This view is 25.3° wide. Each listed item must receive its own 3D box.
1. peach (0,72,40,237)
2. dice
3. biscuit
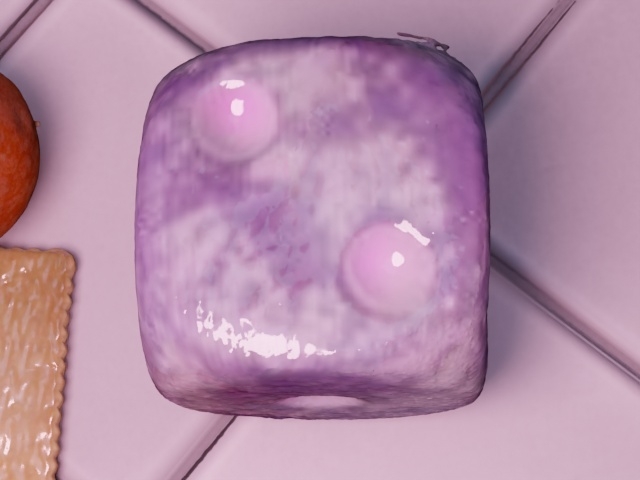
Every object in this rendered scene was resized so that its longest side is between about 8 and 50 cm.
[{"bbox_3d":[-0.361,-0.058,1.245,0.233,0.232,0.232,-1,75,3],"label":"peach"},{"bbox_3d":[0.000,0.000,1.168,0.270,0.270,0.271,-1,75,3],"label":"dice"},{"bbox_3d":[-0.305,0.127,1.275,0.160,0.030,0.249,0,75,4],"label":"biscuit"}]
